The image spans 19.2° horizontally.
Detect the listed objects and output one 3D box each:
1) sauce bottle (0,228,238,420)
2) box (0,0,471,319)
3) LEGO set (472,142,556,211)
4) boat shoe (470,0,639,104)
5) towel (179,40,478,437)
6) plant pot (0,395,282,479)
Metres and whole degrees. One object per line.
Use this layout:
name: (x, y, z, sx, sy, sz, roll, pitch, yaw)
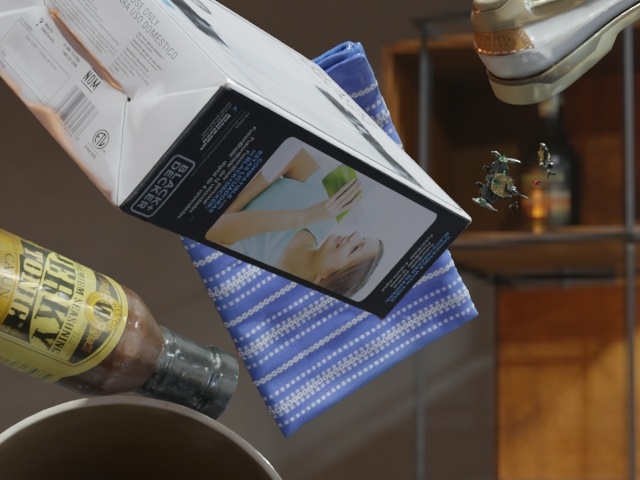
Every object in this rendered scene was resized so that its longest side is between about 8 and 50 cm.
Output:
sauce bottle: (-0.231, 0.069, 1.661, 0.344, 0.111, 0.111, 24, -20, -27)
box: (-0.050, -0.064, 1.071, 0.169, 0.087, 0.290, 47, 11, 31)
LEGO set: (0.157, -0.052, 1.581, 0.083, 0.054, 0.023, -10, 13, -27)
boat shoe: (0.242, -0.246, 1.628, 0.113, 0.302, 0.103, 11, -42, 45)
towel: (0.000, 0.000, 1.832, 0.243, 0.336, 0.040, -32, 26, -13)
plant pot: (-0.136, 0.249, 1.323, 0.257, 0.256, 0.274, 2, -10, -3)
